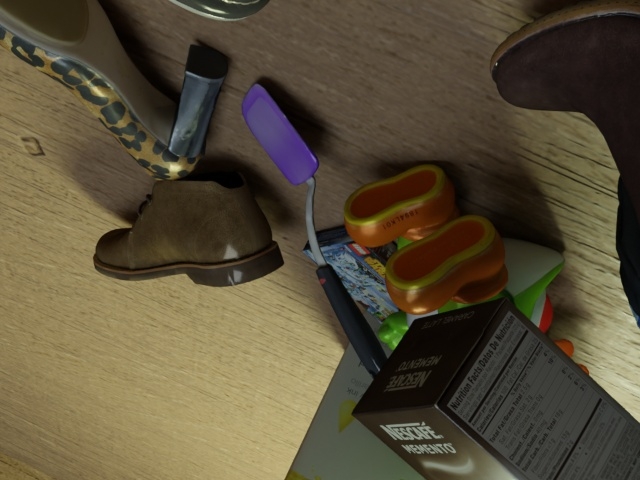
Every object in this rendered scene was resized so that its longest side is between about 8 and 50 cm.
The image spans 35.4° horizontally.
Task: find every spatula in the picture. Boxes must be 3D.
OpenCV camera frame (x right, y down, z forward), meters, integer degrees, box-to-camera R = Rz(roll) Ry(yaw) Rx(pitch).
[{"bbox_3d":[0.000,0.000,0.910,0.296,0.030,0.084,68,158,3],"label":"spatula"}]

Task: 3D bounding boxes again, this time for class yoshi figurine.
[{"bbox_3d":[0.119,0.118,0.951,0.203,0.203,0.362,5,141,36],"label":"yoshi figurine"}]

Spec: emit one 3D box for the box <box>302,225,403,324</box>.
[{"bbox_3d":[0.059,0.037,1.054,0.137,0.027,0.094,43,148,-26],"label":"box"}]

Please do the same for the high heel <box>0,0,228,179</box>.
[{"bbox_3d":[-0.225,-0.142,0.931,0.261,0.093,0.186,21,145,-7],"label":"high heel"}]

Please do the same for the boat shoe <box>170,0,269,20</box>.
[{"bbox_3d":[-0.128,-0.272,0.629,0.335,0.112,0.095,49,160,-28],"label":"boat shoe"}]

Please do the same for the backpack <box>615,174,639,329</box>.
[{"bbox_3d":[0.379,0.110,0.727,0.290,0.273,0.355,2,155,26],"label":"backpack"}]

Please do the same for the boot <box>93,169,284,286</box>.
[{"bbox_3d":[-0.161,-0.018,1.110,0.305,0.112,0.115,-3,109,48],"label":"boot"}]

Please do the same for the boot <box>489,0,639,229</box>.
[{"bbox_3d":[0.208,-0.044,0.619,0.248,0.207,0.090,1,162,33],"label":"boot"}]

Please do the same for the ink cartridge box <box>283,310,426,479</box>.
[{"bbox_3d":[0.090,0.314,1.101,0.279,0.385,0.160,25,150,4],"label":"ink cartridge box"}]

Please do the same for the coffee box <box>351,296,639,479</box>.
[{"bbox_3d":[0.161,0.164,0.732,0.246,0.098,0.141,42,156,-9],"label":"coffee box"}]
